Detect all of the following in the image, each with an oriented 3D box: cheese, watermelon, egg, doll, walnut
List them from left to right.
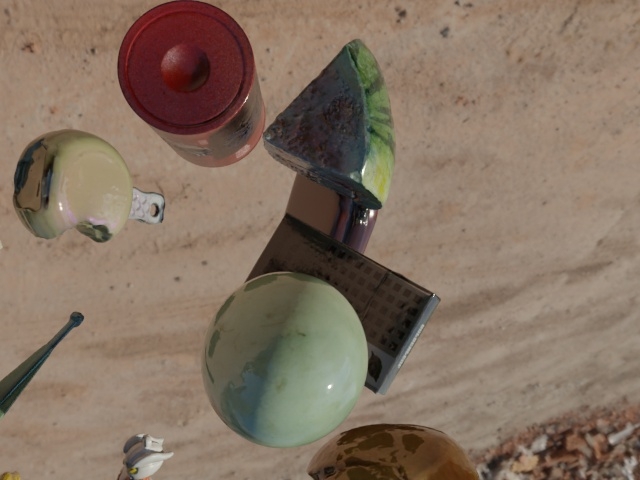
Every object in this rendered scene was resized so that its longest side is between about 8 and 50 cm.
[{"bbox_3d":[-0.322,-0.064,1.066,0.082,0.163,0.286,6,172,26],"label":"cheese"},{"bbox_3d":[-0.425,0.602,1.651,0.099,0.188,0.383,-2,116,-42],"label":"doll"},{"bbox_3d":[-0.031,0.103,0.652,0.150,0.192,0.149,2,106,5],"label":"egg"},{"bbox_3d":[0.017,-0.181,1.132,0.201,0.261,0.213,-2,177,5],"label":"watermelon"},{"bbox_3d":[0.083,0.297,0.773,0.203,0.203,0.297,-14,151,-12],"label":"walnut"}]

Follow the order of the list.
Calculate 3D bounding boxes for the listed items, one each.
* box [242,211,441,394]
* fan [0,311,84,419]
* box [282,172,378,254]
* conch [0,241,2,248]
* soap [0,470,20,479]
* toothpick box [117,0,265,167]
[{"bbox_3d":[0.021,0.096,1.199,0.180,0.325,0.047,-59,146,-2],"label":"box"},{"bbox_3d":[-0.323,0.143,0.787,0.038,0.193,0.016,42,132,-9],"label":"fan"},{"bbox_3d":[0.000,0.000,1.549,0.108,0.263,0.403,2,124,-27],"label":"box"},{"bbox_3d":[-0.464,0.015,0.848,0.155,0.130,0.207,-42,133,-40],"label":"conch"},{"bbox_3d":[-0.219,0.175,0.493,0.012,0.034,0.089,24,157,-9],"label":"soap"},{"bbox_3d":[-0.199,-0.244,1.203,0.204,0.204,0.333,-21,179,-2],"label":"toothpick box"}]
